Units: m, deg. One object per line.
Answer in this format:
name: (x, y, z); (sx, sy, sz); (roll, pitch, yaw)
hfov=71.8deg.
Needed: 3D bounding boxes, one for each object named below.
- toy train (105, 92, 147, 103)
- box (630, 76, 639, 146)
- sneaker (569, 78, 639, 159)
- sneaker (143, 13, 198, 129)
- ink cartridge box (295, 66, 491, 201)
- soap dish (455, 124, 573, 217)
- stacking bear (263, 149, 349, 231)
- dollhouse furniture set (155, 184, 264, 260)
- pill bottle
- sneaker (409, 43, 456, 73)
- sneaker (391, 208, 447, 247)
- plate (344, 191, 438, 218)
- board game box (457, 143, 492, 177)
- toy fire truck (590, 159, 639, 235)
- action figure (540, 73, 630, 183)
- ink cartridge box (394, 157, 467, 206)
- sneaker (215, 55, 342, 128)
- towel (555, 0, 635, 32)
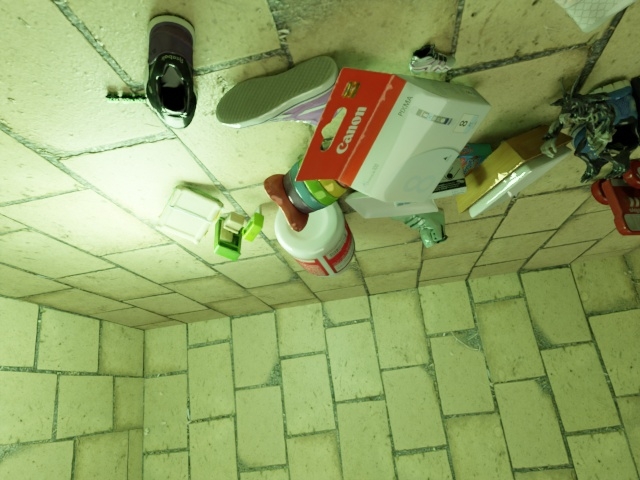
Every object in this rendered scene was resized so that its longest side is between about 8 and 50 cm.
toy train: (-0.410, -0.300, 0.936); (0.083, 0.017, 0.023); (-2, 169, -14)
box: (0.946, -0.282, 1.049); (0.296, 0.294, 0.182); (-17, 155, 25)
sneaker: (0.774, -0.282, 1.205); (0.129, 0.147, 0.330); (-15, 159, 20)
sneaker: (-0.295, -0.283, 0.863); (0.107, 0.124, 0.283); (-1, 159, -15)
ink cartridge box: (0.167, -0.225, 1.034); (0.384, 0.091, 0.308); (-5, 141, -31)
soap dish: (0.546, -0.201, 1.286); (0.228, 0.118, 0.291); (-24, 166, -27)
stacking bear: (0.017, -0.178, 1.219); (0.289, 0.175, 0.164); (-29, -163, 24)
dollhouse furniture set: (-0.360, -0.091, 1.451); (0.301, 0.151, 0.197); (24, 126, -26)
pill bottle: (0.000, 0.000, 1.583); (0.228, 0.229, 0.408); (-11, 160, 9)
sneaker: (0.235, -0.379, 0.911); (0.098, 0.038, 0.069); (-8, 161, 1)
sneaker: (0.380, -0.052, 1.686); (0.255, 0.151, 0.094); (4, 159, -25)
plate: (0.248, -0.136, 1.507); (0.277, 0.045, 0.277); (-6, 168, 19)
board game box: (0.386, -0.234, 1.345); (0.210, 0.047, 0.160); (-3, 159, -12)
toy fire truck: (1.148, -0.133, 1.582); (0.302, 0.254, 0.169); (0, 159, -19)
action figure: (0.642, -0.258, 1.076); (0.276, 0.141, 0.164); (46, 167, -21)
ink cartridge box: (0.310, -0.168, 1.285); (0.207, 0.097, 0.046); (-10, 159, 14)
sneaker: (-0.077, -0.285, 0.975); (0.282, 0.102, 0.161); (-12, 162, 13)
towel: (0.504, -0.496, 0.671); (0.316, 0.054, 0.331); (11, 152, -41)
